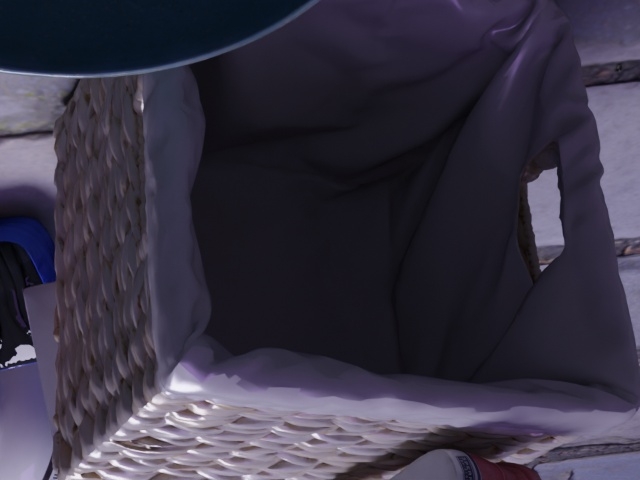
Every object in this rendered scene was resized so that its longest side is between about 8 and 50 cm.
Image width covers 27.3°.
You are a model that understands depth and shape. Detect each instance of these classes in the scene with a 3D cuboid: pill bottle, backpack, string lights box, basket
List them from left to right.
[{"bbox_3d":[-0.270,0.038,1.150,0.098,0.101,0.120,-16,117,9],"label":"backpack"},{"bbox_3d":[-0.243,0.202,1.353,0.323,0.181,0.181,15,144,-33],"label":"pill bottle"},{"bbox_3d":[-0.163,0.091,1.118,0.076,0.133,0.259,-11,179,6],"label":"string lights box"},{"bbox_3d":[0.000,0.000,0.918,0.331,0.328,0.266,8,152,-25],"label":"basket"}]

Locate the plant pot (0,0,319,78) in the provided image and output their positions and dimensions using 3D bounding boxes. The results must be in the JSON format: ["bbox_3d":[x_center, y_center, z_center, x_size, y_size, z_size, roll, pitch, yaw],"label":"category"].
[{"bbox_3d":[-0.115,-0.239,0.597,0.290,0.195,0.290,-5,151,-3],"label":"plant pot"}]

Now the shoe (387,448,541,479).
[{"bbox_3d":[0.066,0.187,0.872,0.081,0.063,0.178,15,146,-33],"label":"shoe"}]
